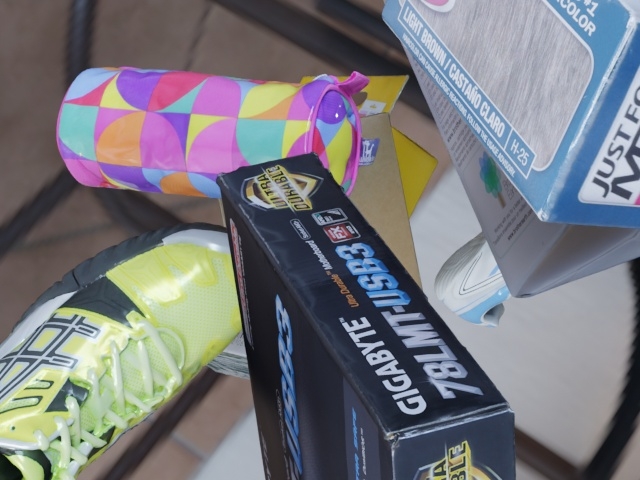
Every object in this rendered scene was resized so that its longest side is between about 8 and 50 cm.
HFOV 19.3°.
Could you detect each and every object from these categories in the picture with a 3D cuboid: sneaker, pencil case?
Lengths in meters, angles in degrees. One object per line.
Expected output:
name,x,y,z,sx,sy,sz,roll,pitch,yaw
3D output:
sneaker,-0.194,0.131,1.469,0.384,0.147,0.145,-34,127,-7
sneaker,0.195,-0.002,1.780,0.237,0.086,0.085,-51,-165,45
pencil case,-0.078,-0.079,1.395,0.104,0.236,0.104,-17,109,-61

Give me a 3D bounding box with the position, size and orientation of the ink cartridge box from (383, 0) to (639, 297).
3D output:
ink cartridge box,0.151,-0.199,1.277,0.151,0.396,0.270,-18,163,-19

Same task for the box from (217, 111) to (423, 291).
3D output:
box,0.000,0.000,1.667,0.021,0.164,0.201,-153,-128,-84

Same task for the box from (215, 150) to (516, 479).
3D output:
box,0.028,0.142,1.054,0.073,0.293,0.296,-14,121,-14

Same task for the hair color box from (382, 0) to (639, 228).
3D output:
hair color box,0.222,-0.087,0.902,0.347,0.174,0.105,4,124,-30

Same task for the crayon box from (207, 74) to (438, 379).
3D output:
crayon box,-0.010,-0.011,1.920,0.083,0.203,0.323,34,76,-30
